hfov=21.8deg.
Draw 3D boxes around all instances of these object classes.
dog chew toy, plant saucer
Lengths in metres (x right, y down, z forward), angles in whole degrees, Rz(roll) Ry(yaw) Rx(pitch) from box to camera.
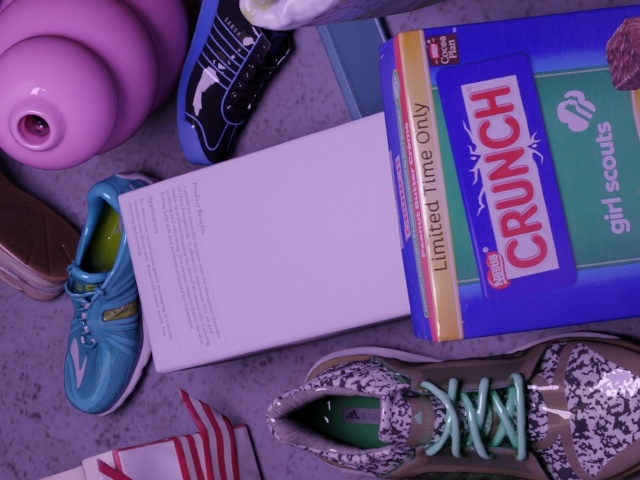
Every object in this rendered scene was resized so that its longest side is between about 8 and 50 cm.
[{"bbox_3d":[-0.247,-0.177,1.673,0.206,0.332,0.207,3,118,5],"label":"dog chew toy"},{"bbox_3d":[0.035,-0.207,1.673,0.067,0.018,0.192,-19,81,-10],"label":"plant saucer"}]

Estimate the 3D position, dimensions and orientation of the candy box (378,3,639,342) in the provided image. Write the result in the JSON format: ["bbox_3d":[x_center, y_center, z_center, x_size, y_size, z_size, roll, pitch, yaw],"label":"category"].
[{"bbox_3d":[0.225,-0.063,1.444,0.317,0.122,0.268,-7,88,-6],"label":"candy box"}]

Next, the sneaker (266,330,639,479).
[{"bbox_3d":[0.128,0.173,1.561,0.410,0.182,0.158,-7,88,29],"label":"sneaker"}]

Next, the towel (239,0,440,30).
[{"bbox_3d":[0.140,-0.303,1.459,0.374,0.320,0.090,-29,85,27],"label":"towel"}]

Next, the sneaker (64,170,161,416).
[{"bbox_3d":[-0.241,0.057,1.808,0.107,0.110,0.275,16,100,28],"label":"sneaker"}]

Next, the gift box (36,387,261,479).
[{"bbox_3d":[-0.192,0.312,1.709,0.258,0.255,0.276,-20,86,31],"label":"gift box"}]

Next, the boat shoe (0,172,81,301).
[{"bbox_3d":[-0.400,-0.045,1.860,0.302,0.109,0.098,40,143,-3],"label":"boat shoe"}]

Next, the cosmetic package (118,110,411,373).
[{"bbox_3d":[0.000,0.000,1.643,0.365,0.155,0.197,-14,86,28],"label":"cosmetic package"}]

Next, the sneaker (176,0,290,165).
[{"bbox_3d":[-0.083,-0.185,1.726,0.090,0.081,0.232,16,99,33],"label":"sneaker"}]
